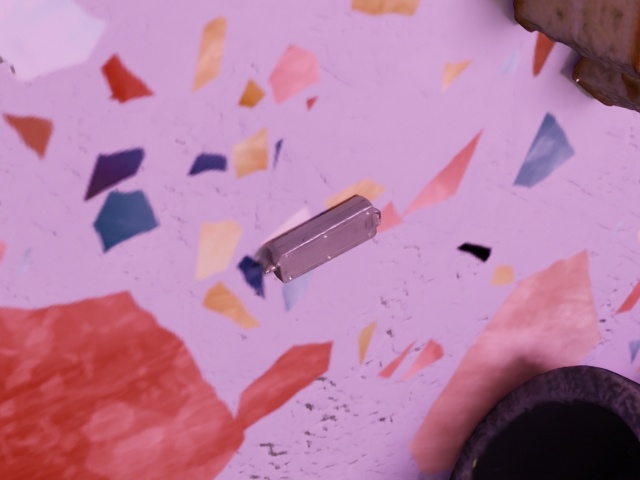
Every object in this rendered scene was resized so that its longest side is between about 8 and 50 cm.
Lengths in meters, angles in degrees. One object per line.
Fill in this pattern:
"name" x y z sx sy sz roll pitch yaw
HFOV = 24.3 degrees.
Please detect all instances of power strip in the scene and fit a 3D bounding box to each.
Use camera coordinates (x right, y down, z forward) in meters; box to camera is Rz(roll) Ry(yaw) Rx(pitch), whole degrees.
"power strip" 0.000 0.000 0.917 0.083 0.017 0.027 -27 134 -19

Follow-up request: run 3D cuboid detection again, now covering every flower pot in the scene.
"flower pot" 0.273 0.238 1.100 0.283 0.299 0.299 27 104 -32

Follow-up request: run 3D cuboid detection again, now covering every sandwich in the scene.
"sandwich" 0.191 -0.156 0.871 0.128 0.122 0.236 -53 135 4
